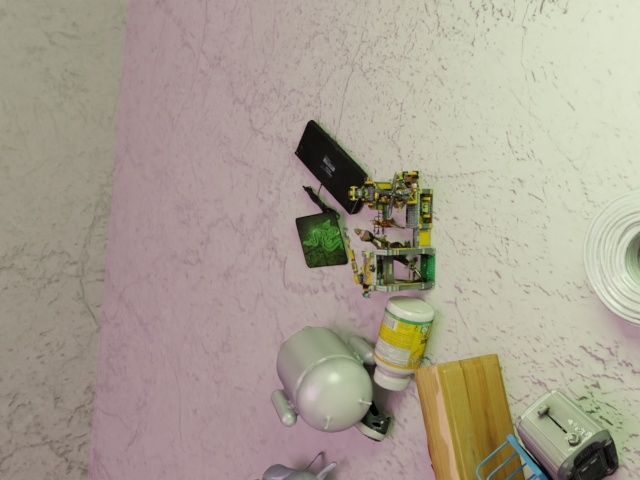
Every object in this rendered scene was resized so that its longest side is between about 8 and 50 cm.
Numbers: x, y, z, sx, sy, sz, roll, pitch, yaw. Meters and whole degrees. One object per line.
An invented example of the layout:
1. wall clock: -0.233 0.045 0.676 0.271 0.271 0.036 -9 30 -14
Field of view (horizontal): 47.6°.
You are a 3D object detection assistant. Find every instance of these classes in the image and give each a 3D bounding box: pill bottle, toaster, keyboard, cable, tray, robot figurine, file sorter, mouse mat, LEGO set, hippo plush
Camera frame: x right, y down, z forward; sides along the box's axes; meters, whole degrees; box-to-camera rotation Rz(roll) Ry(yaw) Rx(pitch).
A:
1. pill bottle: 0.192 0.247 1.733 0.117 0.117 0.208 31 115 47
2. toaster: 0.460 0.381 1.356 0.129 0.227 0.146 -39 46 -2
3. keyboard: 0.019 -0.176 2.011 0.317 0.033 0.201 51 128 39
4. cable: 0.583 0.027 1.250 0.257 0.089 0.257 -38 62 45
5. tray: 0.326 0.453 1.501 0.076 0.203 0.411 -22 74 49
6. robot figurine: 0.010 0.355 1.867 0.300 0.200 0.353 -38 28 -3
7. file sorter: 0.397 0.483 1.394 0.104 0.170 0.118 -42 26 3
8. mouse mat: 0.000 0.000 2.031 0.189 0.007 0.153 -9 98 51
9. LEGO set: 0.137 -0.007 1.733 0.255 0.192 0.331 17 104 50
10. hippo plush: -0.066 0.768 2.043 0.236 0.294 0.234 63 162 -10

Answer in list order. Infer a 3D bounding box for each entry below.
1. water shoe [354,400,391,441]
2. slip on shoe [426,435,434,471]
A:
1. water shoe: 0.111 0.451 1.901 0.203 0.073 0.080 27 84 50
2. slip on shoe: 0.296 0.516 1.626 0.123 0.101 0.331 -16 80 49
